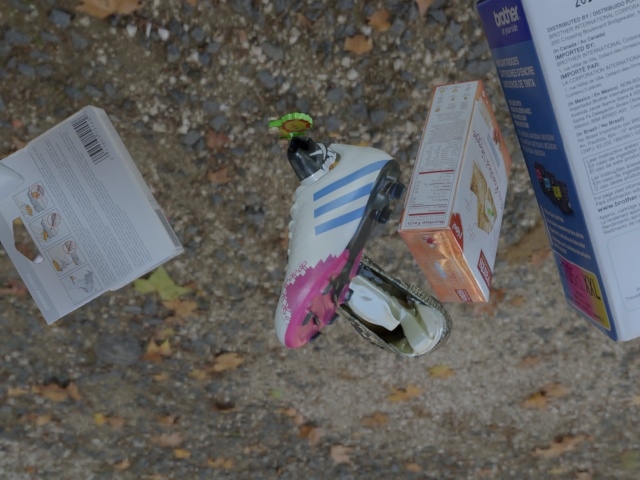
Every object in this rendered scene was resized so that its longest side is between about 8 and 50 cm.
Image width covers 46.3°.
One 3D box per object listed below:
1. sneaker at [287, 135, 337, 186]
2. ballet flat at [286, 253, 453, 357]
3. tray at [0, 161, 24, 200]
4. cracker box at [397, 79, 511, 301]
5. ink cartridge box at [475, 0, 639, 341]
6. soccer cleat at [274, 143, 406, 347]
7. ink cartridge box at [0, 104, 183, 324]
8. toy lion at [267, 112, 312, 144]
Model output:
[{"bbox_3d":[-0.021,-0.194,1.661,0.078,0.234,0.106,-30,105,19],"label":"sneaker"},{"bbox_3d":[0.134,0.147,1.570,0.483,0.182,0.164,35,95,-29],"label":"ballet flat"},{"bbox_3d":[-0.523,-0.119,0.931,0.270,0.145,0.030,32,132,0],"label":"tray"},{"bbox_3d":[0.174,-0.060,0.926,0.067,0.232,0.156,-2,144,30],"label":"cracker box"},{"bbox_3d":[0.320,-0.145,0.690,0.270,0.151,0.395,-20,103,0],"label":"ink cartridge box"},{"bbox_3d":[0.000,0.000,1.110,0.143,0.331,0.116,23,161,23],"label":"soccer cleat"},{"bbox_3d":[-0.427,-0.044,1.311,0.261,0.296,0.066,-29,-179,5],"label":"ink cartridge box"},{"bbox_3d":[-0.062,-0.250,1.647,0.096,0.034,0.100,-9,162,14],"label":"toy lion"}]
